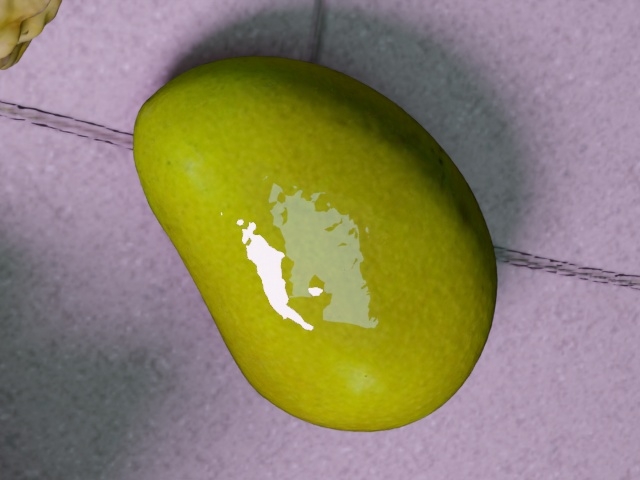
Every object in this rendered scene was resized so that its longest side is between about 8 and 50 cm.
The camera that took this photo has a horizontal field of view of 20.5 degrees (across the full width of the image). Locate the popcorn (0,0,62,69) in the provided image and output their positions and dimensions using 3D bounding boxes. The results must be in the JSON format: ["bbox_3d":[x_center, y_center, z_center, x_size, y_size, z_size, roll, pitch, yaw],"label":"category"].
[{"bbox_3d":[-0.240,-0.180,0.949,0.255,0.195,0.256,33,97,-36],"label":"popcorn"}]

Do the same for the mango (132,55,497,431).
[{"bbox_3d":[0.009,-0.002,1.116,0.185,0.149,0.273,-29,111,-5],"label":"mango"}]
